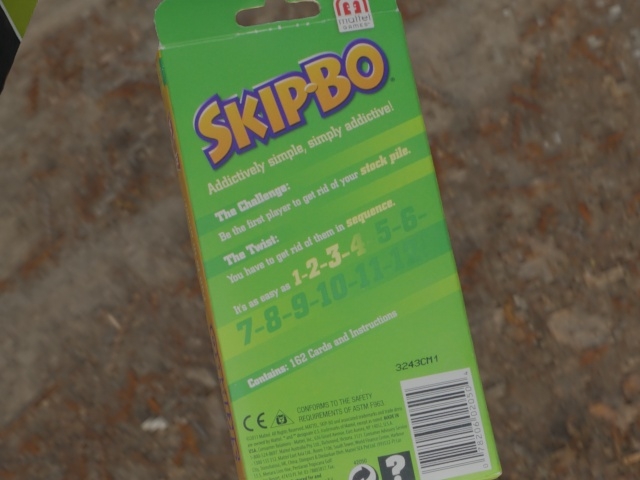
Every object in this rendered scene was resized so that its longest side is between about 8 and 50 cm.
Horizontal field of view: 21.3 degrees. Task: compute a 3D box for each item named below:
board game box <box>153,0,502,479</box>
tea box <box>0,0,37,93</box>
[{"bbox_3d":[0.000,0.000,0.831,0.124,0.039,0.259,-10,85,-12],"label":"board game box"},{"bbox_3d":[-0.286,-0.201,0.715,0.329,0.220,0.323,12,69,12],"label":"tea box"}]
